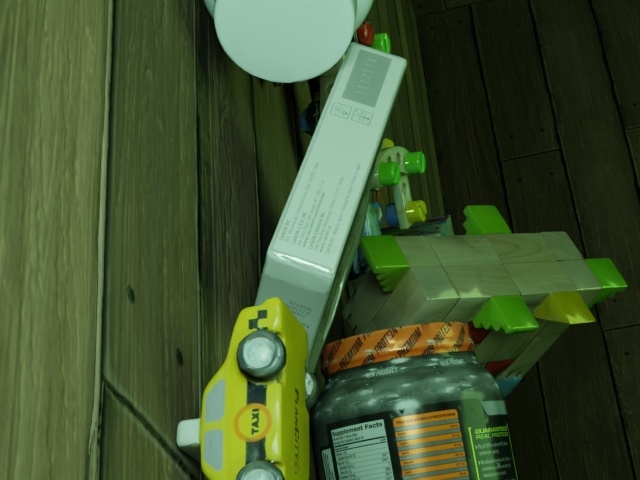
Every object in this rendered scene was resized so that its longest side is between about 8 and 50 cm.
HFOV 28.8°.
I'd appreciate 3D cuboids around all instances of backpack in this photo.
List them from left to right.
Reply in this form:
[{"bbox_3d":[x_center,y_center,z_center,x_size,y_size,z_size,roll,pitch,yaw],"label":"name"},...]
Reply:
[{"bbox_3d":[0.034,-0.001,1.545,0.114,0.084,0.105,11,70,-82],"label":"backpack"}]

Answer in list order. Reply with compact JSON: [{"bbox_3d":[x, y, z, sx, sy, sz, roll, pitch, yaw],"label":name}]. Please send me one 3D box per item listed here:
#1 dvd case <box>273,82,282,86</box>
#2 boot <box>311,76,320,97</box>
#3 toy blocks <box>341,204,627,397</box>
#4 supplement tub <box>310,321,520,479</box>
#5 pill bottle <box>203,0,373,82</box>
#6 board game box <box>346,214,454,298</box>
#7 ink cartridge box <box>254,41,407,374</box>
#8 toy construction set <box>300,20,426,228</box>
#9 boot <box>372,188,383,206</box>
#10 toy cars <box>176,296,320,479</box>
[{"bbox_3d":[-0.061,-0.247,1.425,0.087,0.013,0.119,-84,159,-58],"label":"dvd case"},{"bbox_3d":[0.017,-0.205,1.792,0.121,0.045,0.099,-25,101,-73],"label":"boot"},{"bbox_3d":[0.164,0.112,1.577,0.261,0.381,0.191,-57,-132,38],"label":"toy blocks"},{"bbox_3d":[0.104,0.264,1.284,0.207,0.207,0.338,40,40,-74],"label":"supplement tub"},{"bbox_3d":[-0.030,-0.292,1.256,0.319,0.176,0.176,-88,163,-53],"label":"pill bottle"},{"bbox_3d":[0.129,0.057,1.834,0.275,0.142,0.144,-35,114,-79],"label":"board game box"},{"bbox_3d":[0.000,0.000,1.205,0.261,0.066,0.296,104,4,-48],"label":"ink cartridge box"},{"bbox_3d":[0.047,-0.180,1.622,0.215,0.151,0.328,15,58,-63],"label":"toy construction set"},{"bbox_3d":[0.055,-0.110,1.818,0.152,0.072,0.197,-60,137,-72],"label":"boot"},{"bbox_3d":[-0.034,0.240,0.918,0.176,0.087,0.394,-57,138,-69],"label":"toy cars"}]
